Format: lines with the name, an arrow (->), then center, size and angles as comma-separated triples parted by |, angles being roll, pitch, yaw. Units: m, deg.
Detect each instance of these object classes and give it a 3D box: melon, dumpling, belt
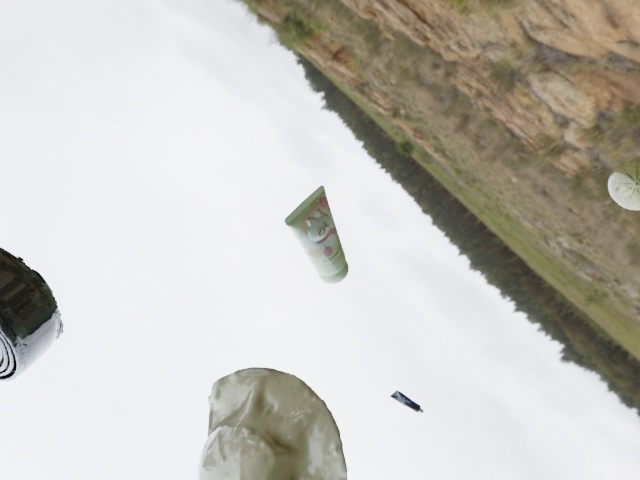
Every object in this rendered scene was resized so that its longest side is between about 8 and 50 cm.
melon -> 0.559, -0.099, 0.868 | 0.098, 0.098, 0.131 | 51, -143, 15
dumpling -> -0.034, 0.198, 0.423 | 0.100, 0.134, 0.169 | 50, -159, -39
belt -> -0.507, 0.116, 0.740 | 0.206, 0.267, 0.116 | 32, -138, -1

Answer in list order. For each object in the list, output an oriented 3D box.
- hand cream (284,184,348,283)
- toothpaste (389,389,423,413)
hand cream -> 0.000, 0.000, 1.357 | 0.093, 0.147, 0.305 | 28, 154, 40
toothpaste -> 0.198, 0.367, 1.122 | 0.083, 0.027, 0.019 | 34, -153, -4
